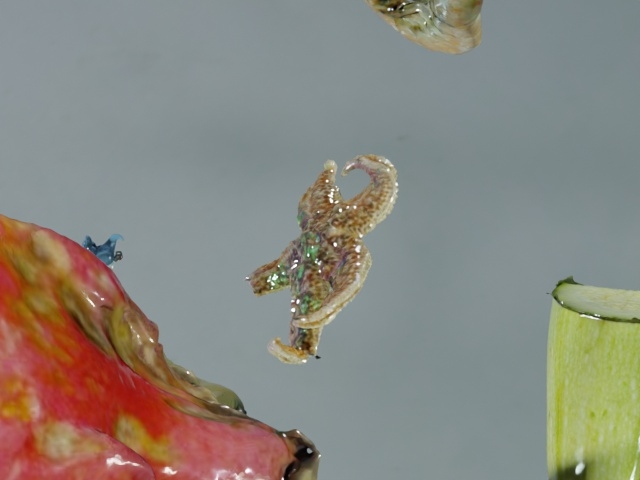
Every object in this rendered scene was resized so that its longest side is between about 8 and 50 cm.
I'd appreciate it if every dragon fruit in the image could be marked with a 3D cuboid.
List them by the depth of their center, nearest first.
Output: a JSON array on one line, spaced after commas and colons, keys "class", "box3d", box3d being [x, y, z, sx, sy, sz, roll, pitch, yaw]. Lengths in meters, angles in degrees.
[{"class": "dragon fruit", "box3d": [-0.093, 0.102, 0.469, 0.212, 0.262, 0.134, -12, 52, -30]}]

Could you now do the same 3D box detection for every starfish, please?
[{"class": "starfish", "box3d": [0.006, 0.007, 1.200, 0.053, 0.150, 0.209, 48, 23, -31]}]

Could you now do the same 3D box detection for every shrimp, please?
[{"class": "shrimp", "box3d": [0.120, -0.305, 1.817, 0.169, 0.296, 0.058, 22, 73, 8]}]

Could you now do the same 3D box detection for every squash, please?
[{"class": "squash", "box3d": [0.241, 0.164, 1.308, 0.137, 0.137, 0.287, 19, 74, -21]}]

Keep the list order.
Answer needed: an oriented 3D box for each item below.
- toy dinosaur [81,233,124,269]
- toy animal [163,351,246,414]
[{"class": "toy dinosaur", "box3d": [-0.252, 0.026, 1.731, 0.047, 0.030, 0.083, 20, 106, -19]}, {"class": "toy animal", "box3d": [-0.153, 0.138, 1.404, 0.101, 0.219, 0.103, -44, 146, -30]}]
